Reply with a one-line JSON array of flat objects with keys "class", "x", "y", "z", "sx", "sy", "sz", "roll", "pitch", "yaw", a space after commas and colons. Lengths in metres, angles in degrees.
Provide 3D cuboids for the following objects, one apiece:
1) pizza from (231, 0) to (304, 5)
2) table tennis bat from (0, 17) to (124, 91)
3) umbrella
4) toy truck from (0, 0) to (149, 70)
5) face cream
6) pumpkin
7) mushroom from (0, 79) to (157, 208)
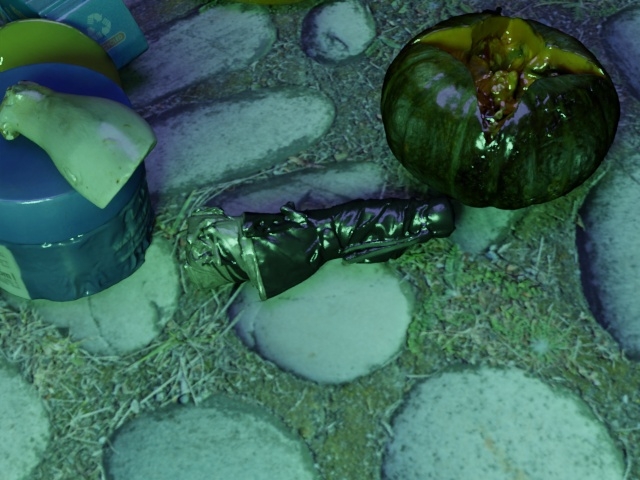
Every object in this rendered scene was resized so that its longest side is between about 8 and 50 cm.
[{"class": "pizza", "x": -0.111, "y": -0.466, "z": 1.742, "sx": 0.268, "sy": 0.087, "sz": 0.258, "roll": -29, "pitch": 57, "yaw": -15}, {"class": "table tennis bat", "x": -0.460, "y": -0.244, "z": 1.492, "sx": 0.369, "sy": 0.054, "sz": 0.224, "roll": 32, "pitch": 99, "yaw": -8}, {"class": "umbrella", "x": -0.001, "y": -0.004, "z": 1.329, "sx": 0.358, "sy": 0.113, "sz": 0.106, "roll": -8, "pitch": 28, "yaw": 1}, {"class": "toy truck", "x": -0.429, "y": -0.371, "z": 1.647, "sx": 0.146, "sy": 0.175, "sz": 0.367, "roll": -41, "pitch": 56, "yaw": -21}, {"class": "face cream", "x": -0.352, "y": -0.072, "z": 1.351, "sx": 0.249, "sy": 0.225, "sz": 0.249, "roll": 1, "pitch": 53, "yaw": -1}, {"class": "pumpkin", "x": 0.236, "y": -0.176, "z": 1.381, "sx": 0.321, "sy": 0.192, "sz": 0.320, "roll": 2, "pitch": 44, "yaw": -2}, {"class": "mushroom", "x": -0.286, "y": -0.130, "z": 1.199, "sx": 0.225, "sy": 0.093, "sz": 0.116, "roll": 36, "pitch": 81, "yaw": 19}]
